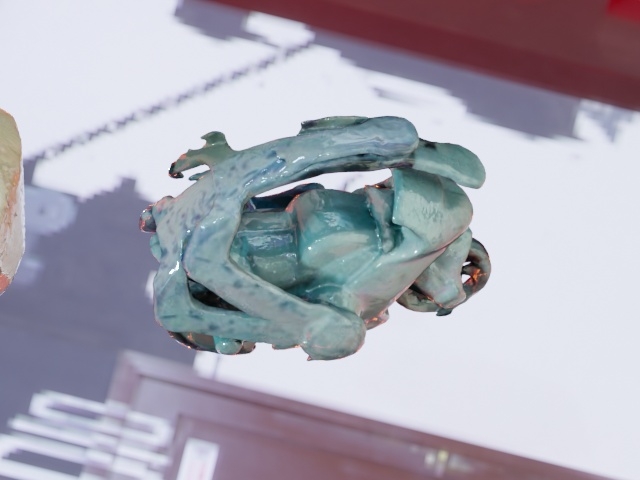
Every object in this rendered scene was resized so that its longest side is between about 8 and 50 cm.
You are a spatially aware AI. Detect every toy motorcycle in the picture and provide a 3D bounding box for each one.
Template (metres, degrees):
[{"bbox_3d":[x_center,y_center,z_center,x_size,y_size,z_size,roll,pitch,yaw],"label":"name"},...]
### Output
[{"bbox_3d":[0.000,0.000,1.405,0.206,0.260,0.154,86,172,-47],"label":"toy motorcycle"}]

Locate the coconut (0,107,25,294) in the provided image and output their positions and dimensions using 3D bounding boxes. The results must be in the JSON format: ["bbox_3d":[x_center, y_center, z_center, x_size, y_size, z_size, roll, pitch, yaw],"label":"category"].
[{"bbox_3d":[-0.351,-0.028,1.551,0.239,0.244,0.239,-33,40,33],"label":"coconut"}]
